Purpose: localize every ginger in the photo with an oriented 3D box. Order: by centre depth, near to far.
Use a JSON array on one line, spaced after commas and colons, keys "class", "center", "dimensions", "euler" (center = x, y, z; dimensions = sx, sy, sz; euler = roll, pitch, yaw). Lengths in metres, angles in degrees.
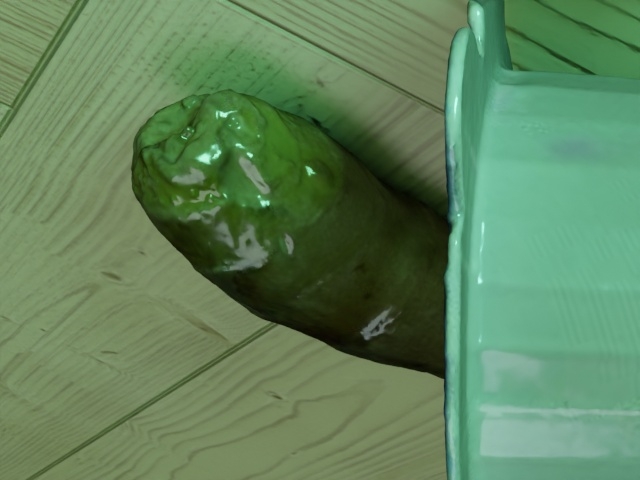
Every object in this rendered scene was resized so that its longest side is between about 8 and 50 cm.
[{"class": "ginger", "center": [0.000, 0.000, 0.978], "dimensions": [0.263, 0.116, 0.109], "euler": [28, -163, -30]}]

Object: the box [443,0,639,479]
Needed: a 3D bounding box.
[{"class": "box", "center": [0.166, 0.008, 0.741], "dimensions": [0.206, 0.262, 0.291], "euler": [2, 144, 10]}]
